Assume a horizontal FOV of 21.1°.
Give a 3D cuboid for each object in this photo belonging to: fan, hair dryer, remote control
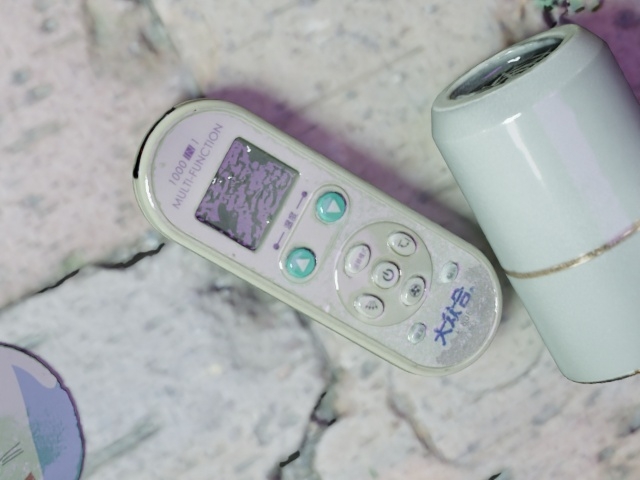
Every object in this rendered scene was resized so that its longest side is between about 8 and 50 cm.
[{"bbox_3d":[-0.193,0.083,0.865,0.113,0.005,0.175,-37,105,-13],"label":"fan"},{"bbox_3d":[0.232,-0.088,0.970,0.357,0.107,0.173,-36,106,-23],"label":"hair dryer"},{"bbox_3d":[0.000,0.000,0.909,0.221,0.042,0.078,30,85,-19],"label":"remote control"}]
